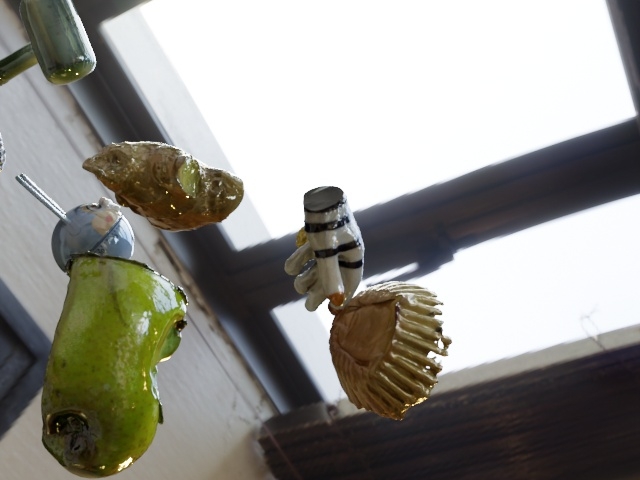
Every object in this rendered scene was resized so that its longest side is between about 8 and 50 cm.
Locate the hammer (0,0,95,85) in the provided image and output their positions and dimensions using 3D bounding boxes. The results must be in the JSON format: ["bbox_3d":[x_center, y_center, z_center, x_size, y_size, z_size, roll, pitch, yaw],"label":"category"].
[{"bbox_3d":[-0.655,-0.420,1.999,0.336,0.206,0.119,-17,-174,36],"label":"hammer"}]

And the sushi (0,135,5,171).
[{"bbox_3d":[-0.638,-0.164,1.666,0.084,0.094,0.098,14,-145,14],"label":"sushi"}]

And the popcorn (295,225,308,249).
[{"bbox_3d":[0.000,0.000,1.659,0.084,0.084,0.084,-20,-149,13],"label":"popcorn"}]

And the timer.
[{"bbox_3d":[-0.463,-0.039,1.734,0.175,0.255,0.175,-22,-170,4],"label":"timer"}]

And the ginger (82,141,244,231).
[{"bbox_3d":[-0.276,-0.100,1.469,0.219,0.270,0.123,-12,-120,42],"label":"ginger"}]

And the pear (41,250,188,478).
[{"bbox_3d":[-0.280,0.177,1.196,0.164,0.238,0.255,10,-125,-3],"label":"pear"}]

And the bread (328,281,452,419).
[{"bbox_3d":[0.116,0.190,1.661,0.274,0.149,0.274,-41,-146,35],"label":"bread"}]

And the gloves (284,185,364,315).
[{"bbox_3d":[0.020,0.025,1.558,0.131,0.218,0.140,-30,-150,-27],"label":"gloves"}]
